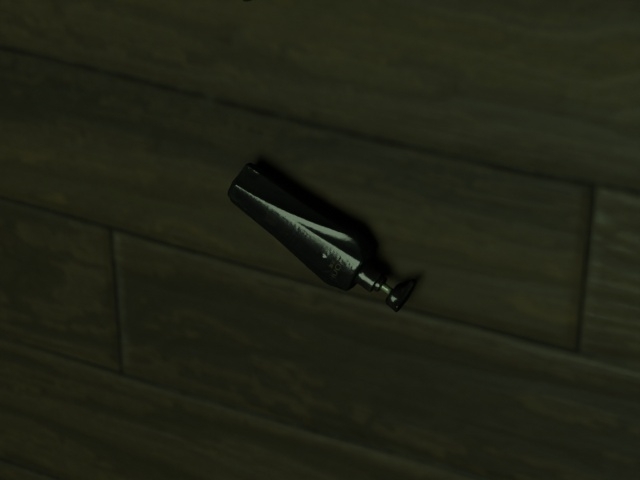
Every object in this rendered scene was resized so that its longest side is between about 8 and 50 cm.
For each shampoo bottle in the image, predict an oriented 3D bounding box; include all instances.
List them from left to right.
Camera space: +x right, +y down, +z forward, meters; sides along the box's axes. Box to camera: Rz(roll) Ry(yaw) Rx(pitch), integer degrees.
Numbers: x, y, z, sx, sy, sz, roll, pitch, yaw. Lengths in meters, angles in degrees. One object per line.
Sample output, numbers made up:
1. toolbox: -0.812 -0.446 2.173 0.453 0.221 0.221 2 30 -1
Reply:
1. shampoo bottle: 0.000 0.000 1.087 0.137 0.027 0.048 36 130 10
